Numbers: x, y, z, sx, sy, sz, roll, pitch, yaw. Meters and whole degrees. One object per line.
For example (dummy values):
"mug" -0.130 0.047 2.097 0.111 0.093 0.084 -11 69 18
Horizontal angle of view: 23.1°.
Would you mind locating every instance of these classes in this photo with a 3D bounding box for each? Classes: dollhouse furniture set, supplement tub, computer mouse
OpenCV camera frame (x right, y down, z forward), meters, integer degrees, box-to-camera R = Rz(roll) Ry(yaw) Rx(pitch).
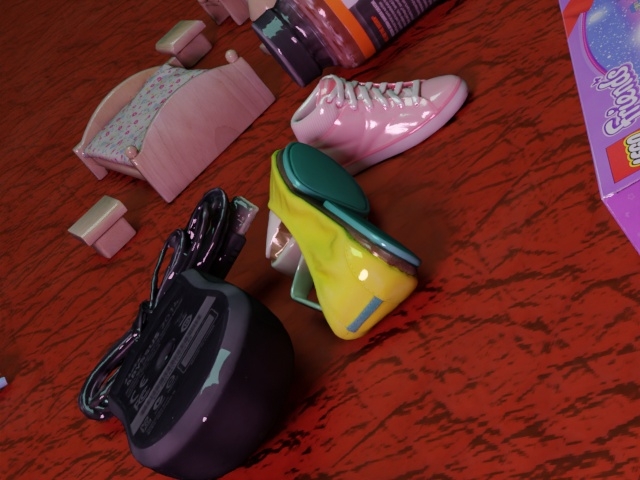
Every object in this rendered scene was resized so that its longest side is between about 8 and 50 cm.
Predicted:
"dollhouse furniture set" -0.180 -0.182 1.476 0.355 0.174 0.303 -46 25 -15
"supplement tub" 0.039 -0.216 1.309 0.198 0.106 0.106 -40 24 -1
"computer mouse" -0.070 0.076 0.995 0.188 0.072 0.272 -57 18 2

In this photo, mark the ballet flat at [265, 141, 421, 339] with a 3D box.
"ballet flat" 0.000 0.000 1.041 0.077 0.077 0.231 -60 24 11

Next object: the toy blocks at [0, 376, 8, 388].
"toy blocks" -0.329 0.130 1.292 0.148 0.054 0.123 -25 13 -3

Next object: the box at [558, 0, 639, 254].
"box" 0.248 -0.125 0.915 0.201 0.057 0.293 -29 26 20

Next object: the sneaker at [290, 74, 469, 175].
"sneaker" 0.038 -0.099 1.151 0.134 0.070 0.051 -28 25 22
